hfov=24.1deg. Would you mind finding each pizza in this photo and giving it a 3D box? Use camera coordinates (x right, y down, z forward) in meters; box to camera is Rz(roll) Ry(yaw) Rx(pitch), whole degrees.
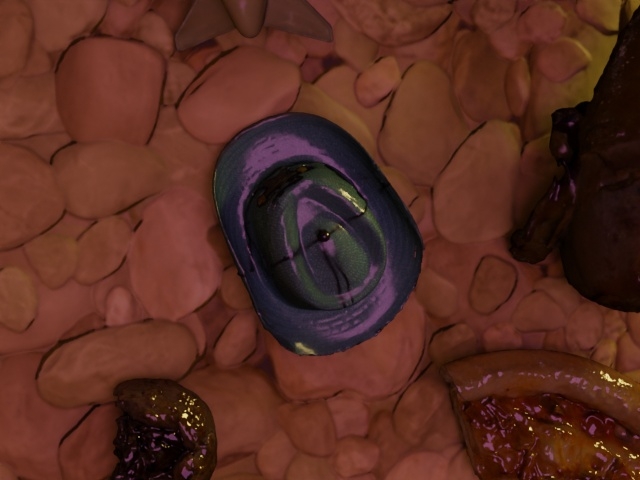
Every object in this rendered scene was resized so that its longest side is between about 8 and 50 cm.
[{"bbox_3d":[0.207,0.163,1.191,0.271,0.056,0.134,36,78,-16],"label":"pizza"}]

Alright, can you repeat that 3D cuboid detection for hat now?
[{"bbox_3d":[0.000,0.000,1.101,0.138,0.078,0.191,-33,104,-8],"label":"hat"}]

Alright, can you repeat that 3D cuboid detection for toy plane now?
[{"bbox_3d":[-0.063,-0.240,1.005,0.242,0.104,0.256,-1,136,10],"label":"toy plane"}]

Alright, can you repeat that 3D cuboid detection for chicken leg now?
[{"bbox_3d":[0.296,-0.111,1.140,0.211,0.140,0.361,21,94,-9],"label":"chicken leg"}]

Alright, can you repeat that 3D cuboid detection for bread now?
[{"bbox_3d":[-0.115,0.158,1.098,0.082,0.060,0.113,2,95,-13],"label":"bread"}]
